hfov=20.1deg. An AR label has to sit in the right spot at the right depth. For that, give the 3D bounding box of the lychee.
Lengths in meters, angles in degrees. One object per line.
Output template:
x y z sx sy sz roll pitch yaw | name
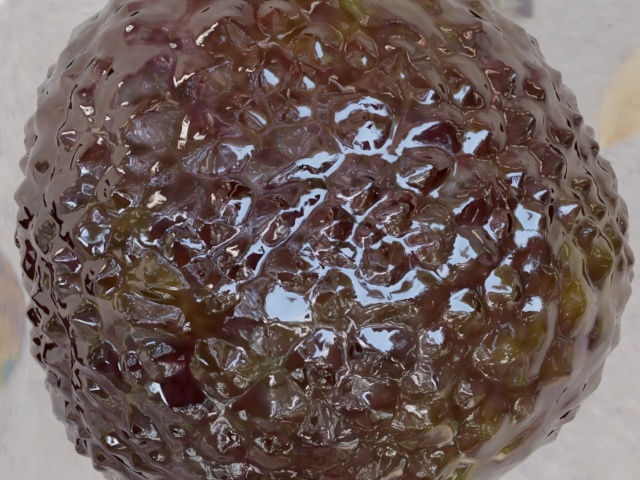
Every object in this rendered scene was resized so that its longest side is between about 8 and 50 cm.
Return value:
0.000 0.000 0.748 0.261 0.260 0.260 -1 98 -10 | lychee
